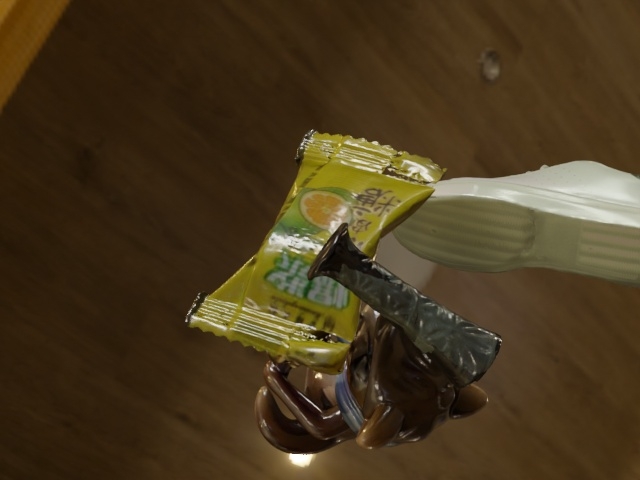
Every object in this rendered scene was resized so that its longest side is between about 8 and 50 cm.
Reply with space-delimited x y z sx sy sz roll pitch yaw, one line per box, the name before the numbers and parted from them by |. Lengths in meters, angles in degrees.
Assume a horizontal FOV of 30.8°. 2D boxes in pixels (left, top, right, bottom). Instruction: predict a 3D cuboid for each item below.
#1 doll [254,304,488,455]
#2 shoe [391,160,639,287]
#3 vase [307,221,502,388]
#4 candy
doll | 0.057 0.178 1.573 0.317 0.339 0.209 -5 -97 -22
shoe | 0.274 -0.044 1.455 0.160 0.362 0.132 -63 -26 -46
vase | 0.069 0.055 0.975 0.167 0.059 0.059 37 -115 -6
candy | 0.000 0.000 1.263 0.297 0.187 0.081 -62 -24 -28
